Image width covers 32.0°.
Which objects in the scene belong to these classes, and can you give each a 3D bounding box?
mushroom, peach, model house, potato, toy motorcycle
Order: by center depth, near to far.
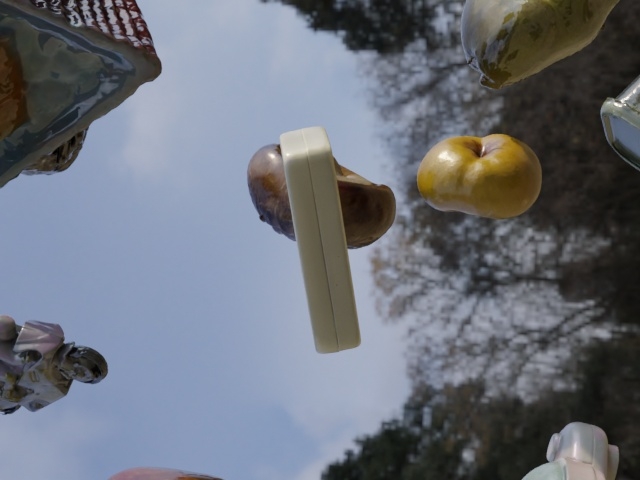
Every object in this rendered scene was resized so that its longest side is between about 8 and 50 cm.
[{"bbox_3d":[-0.310,-0.230,1.074,0.360,0.339,0.297,-120,26,-56],"label":"model house"},{"bbox_3d":[-0.404,0.162,1.505,0.152,0.225,0.073,53,-148,-29],"label":"toy motorcycle"},{"bbox_3d":[0.228,-0.094,1.602,0.179,0.179,0.103,-56,-31,-58],"label":"peach"},{"bbox_3d":[0.322,-0.368,1.626,0.351,0.218,0.202,-54,-41,-12],"label":"potato"},{"bbox_3d":[-0.003,-0.068,1.810,0.153,0.253,0.253,-66,-18,7],"label":"mushroom"}]

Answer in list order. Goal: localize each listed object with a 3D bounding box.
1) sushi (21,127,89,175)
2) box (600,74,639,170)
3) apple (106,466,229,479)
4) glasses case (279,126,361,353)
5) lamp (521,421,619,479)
[{"bbox_3d":[-0.457,-0.251,1.605,0.299,0.281,0.294,-119,47,-74],"label":"sushi"},{"bbox_3d":[0.480,-0.124,1.273,0.178,0.274,0.138,-48,-27,-4],"label":"box"},{"bbox_3d":[-0.179,0.433,1.386,0.317,0.288,0.288,-132,33,-62],"label":"apple"},{"bbox_3d":[0.000,0.000,1.612,0.131,0.070,0.312,-102,3,-68],"label":"glasses case"},{"bbox_3d":[0.258,0.308,1.234,0.179,0.108,0.246,104,-172,-52],"label":"lamp"}]
